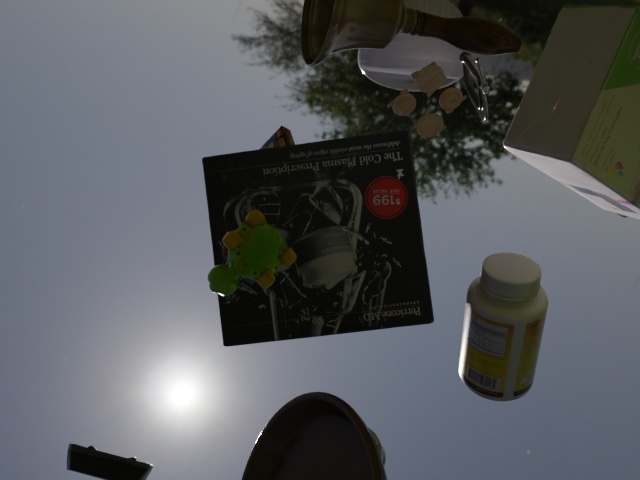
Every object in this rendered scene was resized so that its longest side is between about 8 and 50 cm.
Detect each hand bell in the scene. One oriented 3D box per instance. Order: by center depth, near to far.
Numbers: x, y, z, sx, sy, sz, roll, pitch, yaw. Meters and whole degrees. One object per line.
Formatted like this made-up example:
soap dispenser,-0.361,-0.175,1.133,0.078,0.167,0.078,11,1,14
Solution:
hand bell,0.111,-0.232,0.666,0.242,0.126,0.126,5,-151,-17

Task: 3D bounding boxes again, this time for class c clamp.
c clamp,0.278,-0.288,1.106,0.022,0.137,0.161,-18,-147,7

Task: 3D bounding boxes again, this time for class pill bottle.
pill bottle,0.277,0.130,0.939,0.117,0.215,0.117,-1,-149,1

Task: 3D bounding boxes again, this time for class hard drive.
hard drive,-0.433,0.459,1.259,0.172,0.255,0.054,20,-114,-12

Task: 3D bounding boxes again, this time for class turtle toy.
turtle toy,-0.102,0.025,0.856,0.095,0.066,0.130,51,-123,-11

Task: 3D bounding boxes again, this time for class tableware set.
tableware set,0.246,-0.314,1.399,0.168,0.141,0.020,33,-154,-32

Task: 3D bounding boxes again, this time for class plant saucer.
plant saucer,-0.014,0.316,0.709,0.041,0.278,0.278,24,-159,-32

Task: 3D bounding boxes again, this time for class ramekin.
ramekin,0.228,-0.482,1.497,0.272,0.127,0.273,6,164,2

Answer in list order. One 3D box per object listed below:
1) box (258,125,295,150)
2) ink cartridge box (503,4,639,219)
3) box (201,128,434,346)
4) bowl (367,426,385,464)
box,-0.083,-0.149,1.229,0.027,0.094,0.137,19,-139,-41
ink cartridge box,0.441,-0.154,0.876,0.353,0.207,0.119,19,-174,-36
box,0.000,0.000,1.058,0.343,0.313,0.179,-8,178,4
bowl,0.091,0.533,1.614,0.170,0.080,0.170,4,-148,-2
